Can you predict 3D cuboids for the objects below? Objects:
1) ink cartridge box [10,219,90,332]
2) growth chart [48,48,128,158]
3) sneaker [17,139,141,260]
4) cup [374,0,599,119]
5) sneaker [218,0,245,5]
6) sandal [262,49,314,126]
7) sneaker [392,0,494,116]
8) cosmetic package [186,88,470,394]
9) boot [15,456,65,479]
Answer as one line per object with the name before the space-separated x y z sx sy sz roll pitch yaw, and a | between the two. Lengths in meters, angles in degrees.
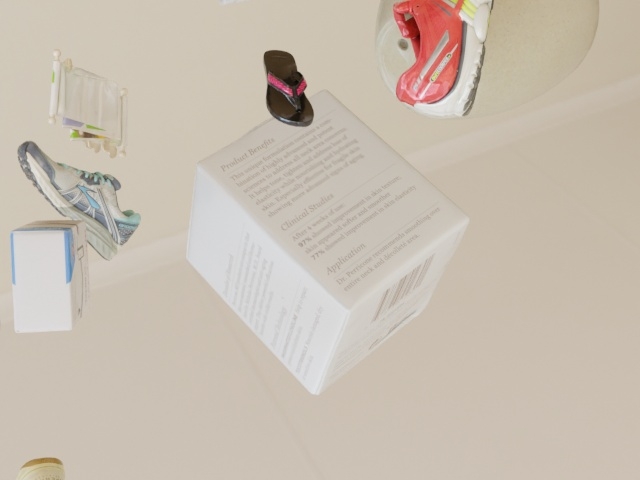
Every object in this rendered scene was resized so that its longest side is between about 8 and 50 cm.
ink cartridge box | -0.406 0.048 1.398 0.085 0.148 0.203 -2 -174 -6
growth chart | -0.465 -0.266 1.871 0.021 0.237 0.172 0 -101 29
sneaker | -0.452 -0.097 1.739 0.122 0.283 0.110 -44 -144 -10
cup | 0.212 -0.312 1.369 0.331 0.331 0.237 20 -134 28
sneaker | -0.098 -0.559 1.668 0.169 0.292 0.108 -10 -120 -17
sandal | -0.051 -0.236 1.372 0.067 0.040 0.179 0 -131 -18
sneaker | 0.148 -0.286 1.107 0.118 0.107 0.279 10 -105 5
cosmetic package | 0.000 0.000 1.741 0.329 0.327 0.393 -34 -112 -29
boot | -0.425 0.492 1.413 0.095 0.262 0.203 2 -145 -29
